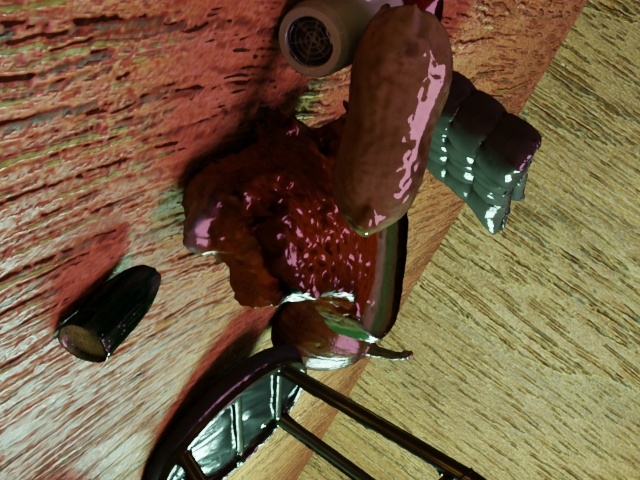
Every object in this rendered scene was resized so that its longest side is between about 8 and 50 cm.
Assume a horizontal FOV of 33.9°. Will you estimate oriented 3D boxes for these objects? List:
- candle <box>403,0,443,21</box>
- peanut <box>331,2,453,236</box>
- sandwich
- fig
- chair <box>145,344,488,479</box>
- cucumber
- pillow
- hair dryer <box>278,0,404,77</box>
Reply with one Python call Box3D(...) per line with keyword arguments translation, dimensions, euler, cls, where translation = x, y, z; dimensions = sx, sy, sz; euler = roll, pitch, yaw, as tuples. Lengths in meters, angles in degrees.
Box3D(translation=(0.084, -0.192, 1.291), dimensions=(0.084, 0.059, 0.301), euler=(-25, 147, -47), cls="candle")
Box3D(translation=(0.064, -0.105, 0.935), dimensions=(0.099, 0.100, 0.214), euler=(-31, 133, -66), cls="peanut")
Box3D(translation=(-0.037, -0.018, 1.042), dimensions=(0.301, 0.162, 0.250), euler=(2, 86, -57), cls="sandwich")
Box3D(translation=(0.020, 0.140, 1.685), dimensions=(0.148, 0.202, 0.149), euler=(-49, -149, 36), cls="fig")
Box3D(translation=(-0.008, 0.391, 1.504), dimensions=(0.362, 0.410, 0.364), euler=(-39, 159, -20), cls="chair")
Box3D(translation=(-0.176, 0.057, 0.907), dimensions=(0.105, 0.048, 0.048), euler=(-52, 168, -36), cls="cucumber")
Box3D(translation=(0.201, -0.141, 1.482), dimensions=(0.101, 0.228, 0.326), euler=(-49, 169, -7), cls="pillow")
Box3D(translation=(0.046, -0.260, 0.916), dimensions=(0.131, 0.073, 0.236), euler=(-39, 156, -54), cls="hair dryer")
